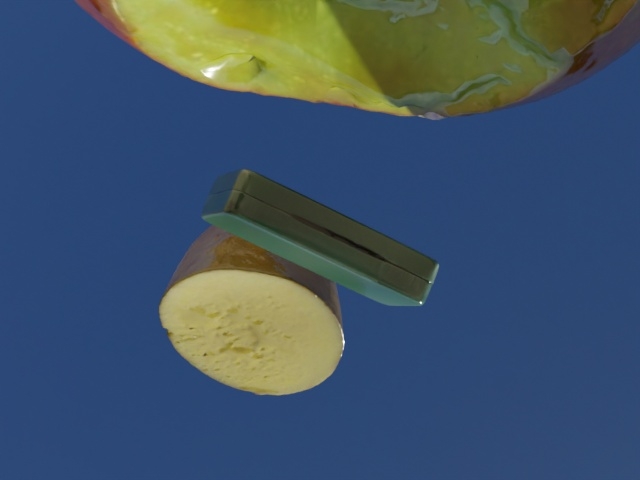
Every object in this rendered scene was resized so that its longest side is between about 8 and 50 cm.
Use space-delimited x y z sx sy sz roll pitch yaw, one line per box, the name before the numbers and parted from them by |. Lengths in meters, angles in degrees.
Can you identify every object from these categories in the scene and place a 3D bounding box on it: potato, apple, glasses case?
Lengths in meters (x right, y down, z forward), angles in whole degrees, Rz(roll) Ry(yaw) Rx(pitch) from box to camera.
potato | -0.060 0.043 1.250 0.178 0.203 0.158 -38 -151 36
apple | 0.019 -0.225 0.460 0.339 0.339 0.339 -4 -104 19
glasses case | 0.000 0.000 0.963 0.184 0.078 0.039 25 -102 -20
